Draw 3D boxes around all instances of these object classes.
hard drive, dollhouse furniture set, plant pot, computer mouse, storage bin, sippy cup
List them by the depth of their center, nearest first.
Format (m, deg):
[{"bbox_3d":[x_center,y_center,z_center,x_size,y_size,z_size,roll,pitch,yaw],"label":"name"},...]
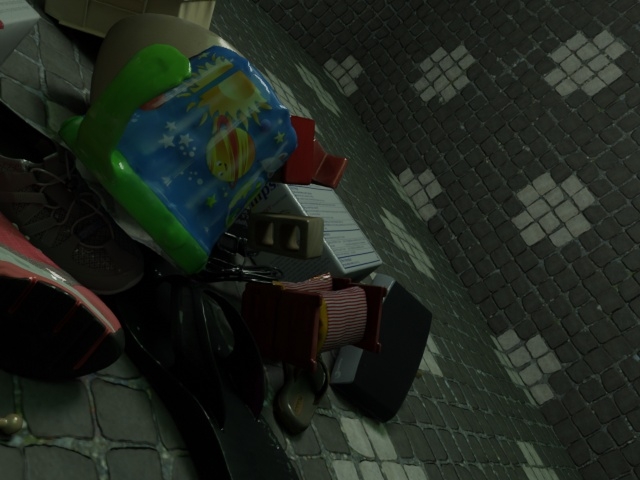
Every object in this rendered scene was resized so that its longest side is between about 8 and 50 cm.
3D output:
[{"bbox_3d":[-0.158,-0.114,0.742,0.240,0.224,0.305,51,-10,-20],"label":"sippy cup"},{"bbox_3d":[-0.245,-0.181,0.943,0.284,0.284,0.191,38,55,-36],"label":"plant pot"},{"bbox_3d":[0.000,0.000,0.944,0.201,0.152,0.374,-4,100,-54],"label":"dollhouse furniture set"},{"bbox_3d":[-0.188,-0.009,1.036,0.184,0.060,0.262,6,41,-39],"label":"computer mouse"},{"bbox_3d":[0.130,0.206,1.159,0.172,0.054,0.255,42,57,-23],"label":"hard drive"},{"bbox_3d":[-0.372,-0.481,1.203,0.260,0.123,0.262,18,24,-2],"label":"storage bin"}]

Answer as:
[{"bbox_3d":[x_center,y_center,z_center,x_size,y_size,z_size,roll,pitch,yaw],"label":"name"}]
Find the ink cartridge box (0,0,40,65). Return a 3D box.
[{"bbox_3d":[-0.531,-0.330,0.693,0.306,0.131,0.226,47,19,-18],"label":"ink cartridge box"}]

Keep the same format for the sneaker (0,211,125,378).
[{"bbox_3d":[-0.318,0.016,0.576,0.314,0.116,0.136,41,20,-29],"label":"sneaker"}]

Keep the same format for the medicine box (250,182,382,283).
[{"bbox_3d":[-0.037,-0.017,1.243,0.289,0.149,0.263,55,19,11],"label":"medicine box"}]

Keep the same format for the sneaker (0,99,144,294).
[{"bbox_3d":[-0.312,-0.049,0.673,0.281,0.115,0.105,43,43,-10],"label":"sneaker"}]

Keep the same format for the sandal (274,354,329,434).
[{"bbox_3d":[-0.022,0.224,0.968,0.090,0.060,0.219,49,19,-9],"label":"sandal"}]

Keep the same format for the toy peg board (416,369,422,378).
[{"bbox_3d":[0.120,0.235,1.292,0.161,0.079,0.161,44,4,-21],"label":"toy peg board"}]

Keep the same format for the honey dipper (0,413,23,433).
[{"bbox_3d":[-0.317,0.143,0.479,0.160,0.030,0.030,29,29,-54],"label":"honey dipper"}]

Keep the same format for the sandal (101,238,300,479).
[{"bbox_3d":[-0.127,0.166,0.755,0.446,0.107,0.167,56,18,14],"label":"sandal"}]
